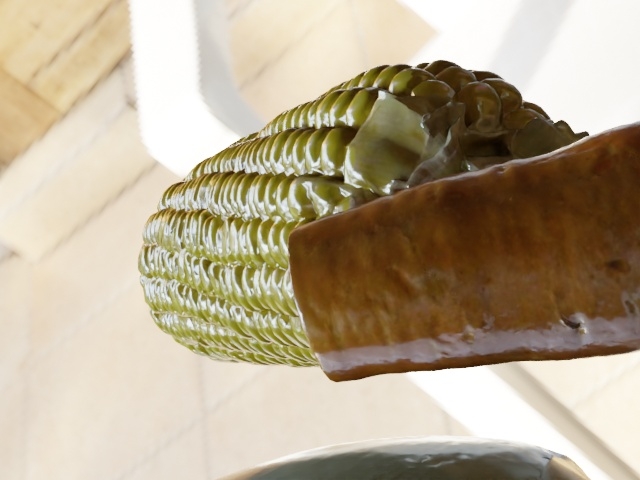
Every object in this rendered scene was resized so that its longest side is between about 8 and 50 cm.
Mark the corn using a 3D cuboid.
[{"bbox_3d":[0.000,0.000,0.862,0.387,0.144,0.144,-14,47,64],"label":"corn"}]

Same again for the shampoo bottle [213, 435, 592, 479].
[{"bbox_3d":[0.036,0.261,0.867,0.317,0.322,0.322,-21,42,18],"label":"shampoo bottle"}]

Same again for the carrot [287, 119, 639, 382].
[{"bbox_3d":[0.087,0.006,0.617,0.193,0.087,0.087,-14,41,3],"label":"carrot"}]
